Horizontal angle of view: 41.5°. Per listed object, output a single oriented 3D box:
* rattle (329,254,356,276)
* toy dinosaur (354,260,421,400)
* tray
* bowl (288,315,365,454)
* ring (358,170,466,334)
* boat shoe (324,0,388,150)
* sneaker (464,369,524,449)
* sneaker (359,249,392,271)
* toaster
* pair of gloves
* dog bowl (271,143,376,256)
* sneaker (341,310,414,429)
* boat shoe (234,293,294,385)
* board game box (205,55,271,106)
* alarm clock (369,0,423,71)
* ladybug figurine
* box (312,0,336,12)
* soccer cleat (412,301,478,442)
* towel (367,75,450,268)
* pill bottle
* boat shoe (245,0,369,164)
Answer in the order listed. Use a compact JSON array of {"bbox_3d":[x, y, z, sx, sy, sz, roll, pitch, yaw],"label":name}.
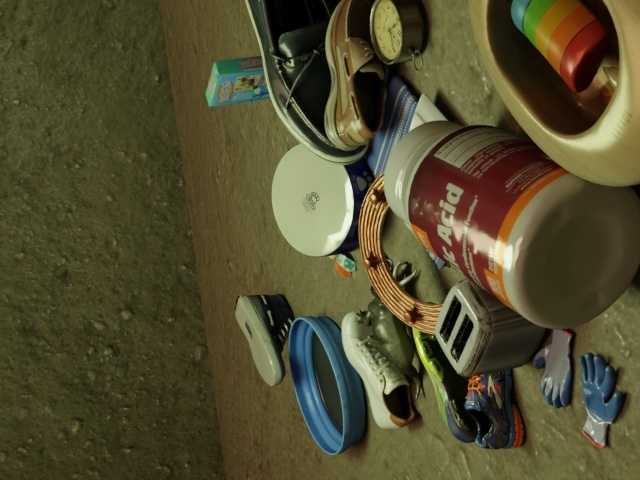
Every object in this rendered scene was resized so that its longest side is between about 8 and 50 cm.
[{"bbox_3d":[0.000,0.000,2.109,0.130,0.143,0.199,-4,91,51],"label":"rattle"},{"bbox_3d":[0.152,0.206,1.847,0.160,0.121,0.313,161,101,-82],"label":"toy dinosaur"},{"bbox_3d":[0.187,-0.131,1.614,0.145,0.030,0.270,58,148,37],"label":"tray"},{"bbox_3d":[0.016,0.399,2.360,0.391,0.077,0.391,169,90,-70],"label":"bowl"},{"bbox_3d":[0.187,0.018,1.588,0.337,0.032,0.336,20,118,43],"label":"ring"},{"bbox_3d":[0.087,-0.345,1.706,0.116,0.123,0.324,-8,79,51],"label":"boat shoe"},{"bbox_3d":[0.302,0.278,1.541,0.083,0.087,0.221,142,114,-66],"label":"sneaker"},{"bbox_3d":[0.127,0.037,1.925,0.118,0.042,0.067,68,162,6],"label":"sneaker"},{"bbox_3d":[0.289,0.133,1.413,0.227,0.146,0.129,103,147,-48],"label":"toaster"},{"bbox_3d":[0.404,0.225,1.343,0.198,0.023,0.159,-137,40,-55],"label":"pair of gloves"},{"bbox_3d":[0.013,-0.097,1.921,0.265,0.104,0.264,10,104,42],"label":"dog bowl"},{"bbox_3d":[0.147,0.291,1.952,0.123,0.106,0.290,-31,81,61],"label":"sneaker"},{"bbox_3d":[-0.137,0.289,2.579,0.127,0.158,0.340,107,146,-42],"label":"boat shoe"},{"bbox_3d":[-0.191,-0.429,2.256,0.160,0.210,0.047,126,128,-62],"label":"board game box"},{"bbox_3d":[0.154,-0.388,1.594,0.129,0.064,0.192,105,148,-50],"label":"alarm clock"},{"bbox_3d":[0.337,-0.267,1.050,0.305,0.162,0.449,106,145,-52],"label":"ladybug figurine"},{"bbox_3d":[-0.036,-0.465,2.038,0.293,0.073,0.295,-174,72,-69],"label":"box"},{"bbox_3d":[0.246,0.264,1.677,0.121,0.093,0.289,107,146,-63],"label":"soccer cleat"},{"bbox_3d":[0.200,-0.138,1.667,0.336,0.040,0.243,59,150,37],"label":"towel"},{"bbox_3d":[0.266,-0.046,1.264,0.392,0.224,0.224,-140,42,-58],"label":"pill bottle"},{"bbox_3d":[-0.029,-0.397,1.795,0.500,0.187,0.156,69,160,6],"label":"boat shoe"}]
